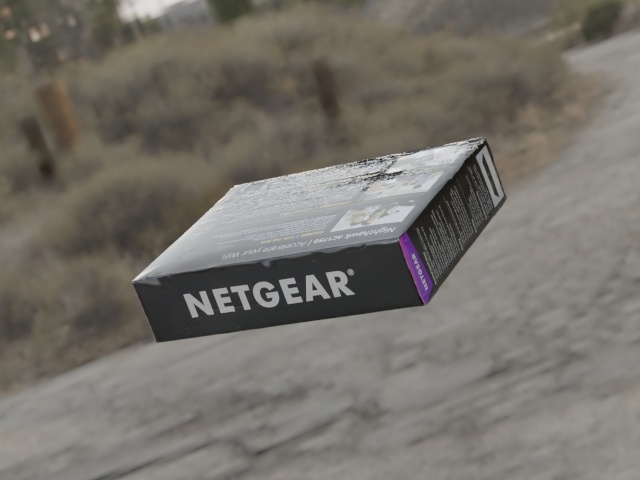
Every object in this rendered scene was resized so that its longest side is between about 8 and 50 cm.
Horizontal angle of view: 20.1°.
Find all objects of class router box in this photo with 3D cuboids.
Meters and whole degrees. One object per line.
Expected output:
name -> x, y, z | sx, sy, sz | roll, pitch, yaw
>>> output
router box -> 0.000, 0.000, 1.032 | 0.179, 0.046, 0.133 | -10, 21, 32
